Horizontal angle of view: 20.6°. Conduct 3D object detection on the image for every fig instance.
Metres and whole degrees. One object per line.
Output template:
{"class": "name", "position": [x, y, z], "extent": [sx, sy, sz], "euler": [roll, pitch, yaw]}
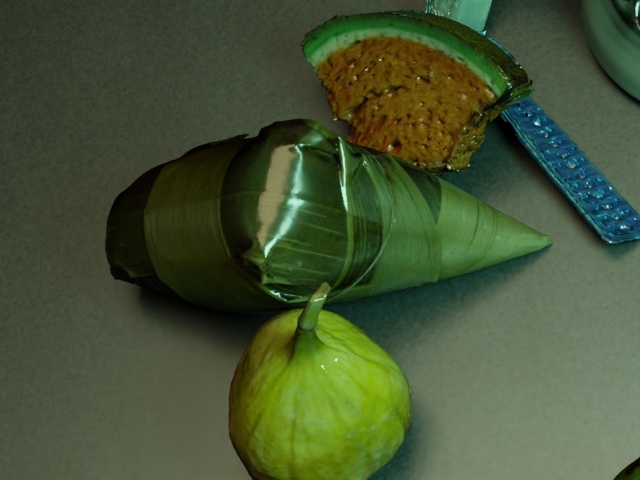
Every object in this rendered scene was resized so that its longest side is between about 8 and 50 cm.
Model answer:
{"class": "fig", "position": [-0.003, 0.108, 1.421], "extent": [0.159, 0.257, 0.159], "euler": [1, 57, -1]}

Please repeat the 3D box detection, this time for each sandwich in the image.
{"class": "sandwich", "position": [0.096, -0.136, 1.591], "extent": [0.235, 0.079, 0.159], "euler": [-5, 90, 42]}

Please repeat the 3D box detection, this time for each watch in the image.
{"class": "watch", "position": [0.210, -0.169, 1.586], "extent": [0.274, 0.068, 0.276], "euler": [25, 108, 38]}

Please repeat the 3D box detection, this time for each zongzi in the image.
{"class": "zongzi", "position": [0.000, 0.000, 1.575], "extent": [0.289, 0.317, 0.154], "euler": [-6, 75, 54]}

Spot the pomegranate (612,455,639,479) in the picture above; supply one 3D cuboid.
{"class": "pomegranate", "position": [0.298, 0.263, 1.217], "extent": [0.291, 0.323, 0.290], "euler": [-4, 68, 10]}

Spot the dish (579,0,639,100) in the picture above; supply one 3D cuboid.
{"class": "dish", "position": [0.363, -0.253, 1.567], "extent": [0.273, 0.134, 0.273], "euler": [-5, 65, 12]}
